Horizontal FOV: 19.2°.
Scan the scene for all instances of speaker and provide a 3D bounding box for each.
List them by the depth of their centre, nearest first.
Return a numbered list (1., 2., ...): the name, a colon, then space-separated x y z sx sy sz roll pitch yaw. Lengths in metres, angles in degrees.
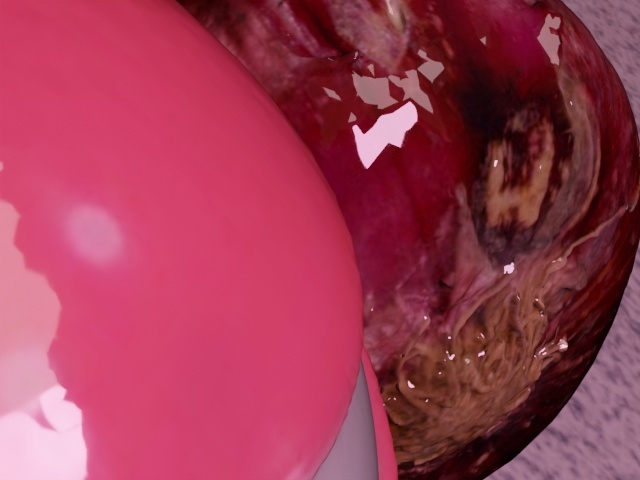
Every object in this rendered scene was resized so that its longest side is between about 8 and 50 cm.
1. speaker: -0.122 0.059 0.421 0.294 0.294 0.294 26 39 -23

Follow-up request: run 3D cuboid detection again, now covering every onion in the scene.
1. onion: 0.000 0.000 0.665 0.246 0.246 0.190 5 40 -41
